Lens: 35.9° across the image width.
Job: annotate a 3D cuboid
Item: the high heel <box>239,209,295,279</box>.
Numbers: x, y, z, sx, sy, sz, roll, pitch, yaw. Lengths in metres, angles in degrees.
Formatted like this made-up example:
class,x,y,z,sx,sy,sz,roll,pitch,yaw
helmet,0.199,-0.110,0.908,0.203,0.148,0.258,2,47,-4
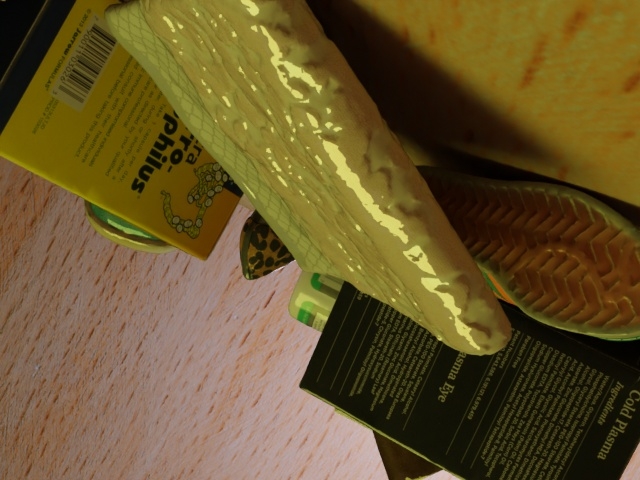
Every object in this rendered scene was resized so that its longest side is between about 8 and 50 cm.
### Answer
class,x,y,z,sx,sy,sz,roll,pitch,yaw
high heel,0.000,0.000,1.337,0.093,0.186,0.261,23,173,44

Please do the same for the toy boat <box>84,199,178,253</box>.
class,x,y,z,sx,sy,sz,roll,pitch,yaw
toy boat,-0.174,-0.094,1.443,0.318,0.268,0.148,14,142,-9

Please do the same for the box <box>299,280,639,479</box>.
class,x,y,z,sx,sy,sz,roll,pitch,yaw
box,0.198,0.128,1.071,0.312,0.179,0.343,26,-168,18

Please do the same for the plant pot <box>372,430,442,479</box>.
class,x,y,z,sx,sy,sz,roll,pitch,yaw
plant pot,0.141,0.185,1.355,0.231,0.215,0.215,63,-178,9

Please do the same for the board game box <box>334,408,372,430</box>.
class,x,y,z,sx,sy,sz,roll,pitch,yaw
board game box,0.235,0.204,1.494,0.318,0.319,0.066,29,-155,-6

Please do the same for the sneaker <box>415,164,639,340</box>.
class,x,y,z,sx,sy,sz,roll,pitch,yaw
sneaker,0.187,0.009,0.842,0.121,0.108,0.302,19,-175,-41

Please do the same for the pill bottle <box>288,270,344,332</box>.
class,x,y,z,sx,sy,sz,roll,pitch,yaw
pill bottle,0.146,0.111,1.625,0.361,0.204,0.204,27,176,5

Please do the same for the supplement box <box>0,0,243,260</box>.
class,x,y,z,sx,sy,sz,roll,pitch,yaw
supplement box,-0.249,-0.147,1.101,0.194,0.195,0.356,26,176,39

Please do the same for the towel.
class,x,y,z,sx,sy,sz,roll,pitch,yaw
towel,-0.022,-0.069,0.779,0.332,0.053,0.317,53,165,-25
